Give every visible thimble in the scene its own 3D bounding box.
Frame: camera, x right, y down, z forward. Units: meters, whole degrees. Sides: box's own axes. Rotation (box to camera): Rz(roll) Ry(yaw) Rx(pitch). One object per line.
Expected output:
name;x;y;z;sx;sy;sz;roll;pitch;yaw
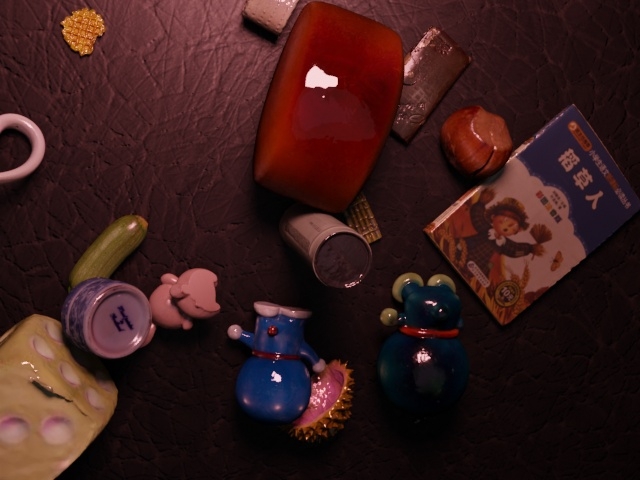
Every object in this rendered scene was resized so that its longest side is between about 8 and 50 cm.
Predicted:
thimble;-0.092;-0.467;1.354;0.090;0.102;0.115;27;66;-13

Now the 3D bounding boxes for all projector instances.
projector;0.000;0.000;1.336;0.108;0.337;0.108;-3;102;-13

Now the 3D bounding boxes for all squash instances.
squash;-0.430;0.034;1.403;0.077;0.068;0.219;39;93;5

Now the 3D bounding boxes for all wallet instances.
wallet;0.206;-0.325;1.466;0.122;0.031;0.232;37;93;-16

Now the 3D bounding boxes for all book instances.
book;0.479;-0.052;1.561;0.428;0.039;0.300;-41;104;0

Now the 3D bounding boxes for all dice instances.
dice;-0.563;0.316;1.341;0.249;0.254;0.252;-40;106;2

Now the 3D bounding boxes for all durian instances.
durian;-0.002;0.363;1.525;0.182;0.165;0.132;-32;73;-26

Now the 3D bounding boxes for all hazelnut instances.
hazelnut;0.323;-0.204;1.466;0.154;0.143;0.143;42;91;-7

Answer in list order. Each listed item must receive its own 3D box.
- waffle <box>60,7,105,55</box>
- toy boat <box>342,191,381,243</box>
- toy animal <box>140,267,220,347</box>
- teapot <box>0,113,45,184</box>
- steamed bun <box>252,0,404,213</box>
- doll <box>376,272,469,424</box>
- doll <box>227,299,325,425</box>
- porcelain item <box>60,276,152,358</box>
waffle;-0.454;-0.404;1.345;0.085;0.016;0.078;-43;105;-1
toy boat;0.084;-0.045;1.505;0.063;0.016;0.115;-25;104;-4
toy animal;-0.308;0.132;1.438;0.212;0.124;0.124;-24;106;28
teapot;-0.705;-0.220;1.238;0.424;0.252;0.280;18;60;-31
steamed bun;0.020;-0.255;1.308;0.235;0.248;0.379;18;84;-13
doll;0.220;0.237;1.498;0.198;0.186;0.322;-1;98;-9
doll;-0.097;0.256;1.474;0.215;0.161;0.257;9;83;7
porcelain item;-0.412;0.146;1.341;0.147;0.114;0.147;-10;104;-45
